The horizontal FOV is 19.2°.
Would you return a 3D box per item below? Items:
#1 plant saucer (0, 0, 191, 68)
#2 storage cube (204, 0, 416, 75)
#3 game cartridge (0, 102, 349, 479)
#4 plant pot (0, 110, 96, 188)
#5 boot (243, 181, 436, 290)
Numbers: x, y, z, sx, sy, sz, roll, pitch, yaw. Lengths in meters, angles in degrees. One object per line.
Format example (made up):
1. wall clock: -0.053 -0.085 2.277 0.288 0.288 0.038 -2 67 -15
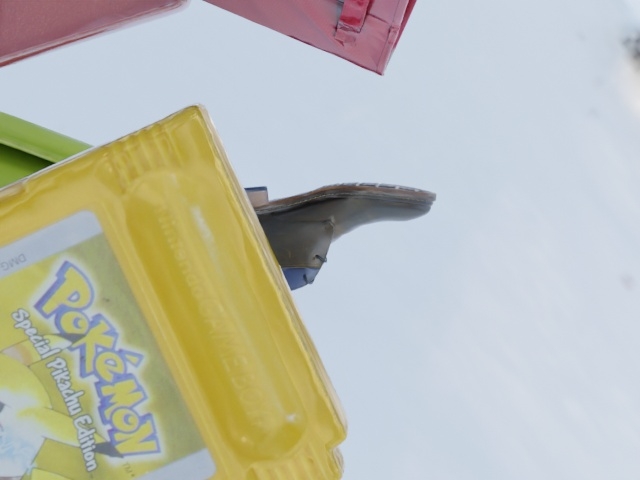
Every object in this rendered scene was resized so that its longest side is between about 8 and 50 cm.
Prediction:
1. plant saucer: -0.200 -0.265 1.598 0.047 0.258 0.259 39 46 -49
2. storage cube: 0.006 -0.269 1.396 0.193 0.215 0.184 23 -19 2
3. game cartridge: -0.171 0.094 1.334 0.053 0.323 0.285 -60 126 -77
4. plant pot: -0.299 0.002 1.906 0.228 0.207 0.227 21 -16 -14
5. boot: 0.000 0.000 1.761 0.082 0.219 0.106 -28 116 -84
